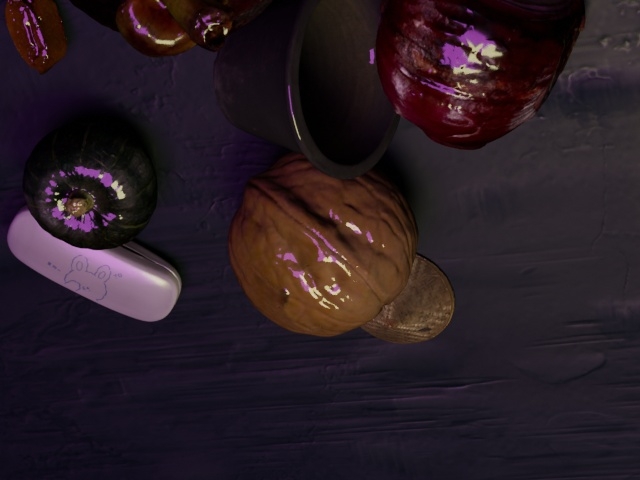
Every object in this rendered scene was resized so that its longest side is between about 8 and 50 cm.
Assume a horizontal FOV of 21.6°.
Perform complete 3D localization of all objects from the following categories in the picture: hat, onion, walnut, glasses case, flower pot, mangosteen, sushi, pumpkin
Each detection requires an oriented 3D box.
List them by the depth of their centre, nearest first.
[{"bbox_3d":[-0.164,-0.328,1.749,0.297,0.293,0.297,15,164,4],"label":"mangosteen"},{"bbox_3d":[0.154,-0.202,1.811,0.216,0.207,0.206,25,122,4],"label":"onion"},{"bbox_3d":[-0.022,-0.189,1.874,0.148,0.235,0.235,7,127,34],"label":"flower pot"},{"bbox_3d":[0.000,0.000,1.985,0.228,0.228,0.228,7,124,10],"label":"walnut"},{"bbox_3d":[-0.334,-0.257,1.985,0.052,0.055,0.120,-12,109,33],"label":"sushi"},{"bbox_3d":[-0.282,-0.065,2.055,0.167,0.125,0.167,3,141,2],"label":"pumpkin"},{"bbox_3d":[0.093,0.089,2.099,0.146,0.067,0.146,6,124,10],"label":"hat"},{"bbox_3d":[-0.290,0.028,2.158,0.233,0.059,0.092,27,124,-6],"label":"glasses case"}]
